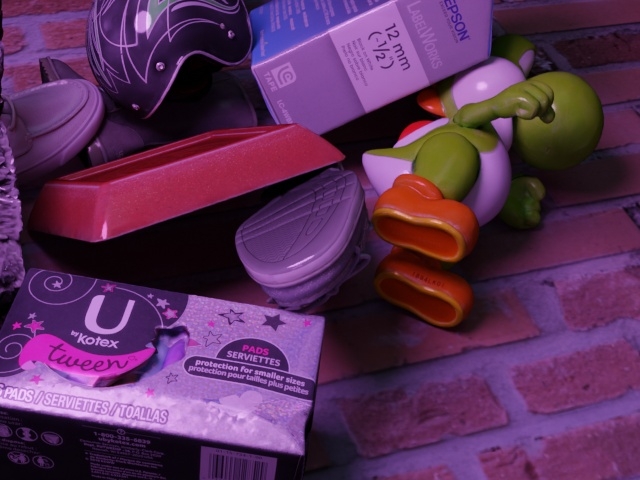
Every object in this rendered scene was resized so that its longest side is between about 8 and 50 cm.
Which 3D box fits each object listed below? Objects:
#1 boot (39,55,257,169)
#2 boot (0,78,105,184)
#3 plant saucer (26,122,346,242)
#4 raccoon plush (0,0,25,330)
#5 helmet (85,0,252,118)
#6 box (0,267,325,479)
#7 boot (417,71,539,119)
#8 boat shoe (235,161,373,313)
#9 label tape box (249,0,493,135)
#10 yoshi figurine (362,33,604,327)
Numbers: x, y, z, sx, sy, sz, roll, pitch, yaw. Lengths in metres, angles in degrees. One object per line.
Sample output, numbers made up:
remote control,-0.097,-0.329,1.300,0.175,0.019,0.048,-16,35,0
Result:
boot,-0.204,-0.169,1.223,0.209,0.076,0.189,-25,66,-21
boot,-0.343,-0.114,1.067,0.258,0.123,0.095,-36,66,-19
plant saucer,-0.146,-0.066,1.036,0.259,0.047,0.258,-20,13,-26
raccoon plush,-0.431,-0.068,0.891,0.299,0.216,0.446,-4,83,-26
helmet,-0.174,-0.219,1.129,0.162,0.169,0.169,-12,46,-33
box,-0.130,0.137,0.842,0.247,0.163,0.142,9,45,1
boot,0.217,-0.209,1.339,0.207,0.090,0.248,9,40,-17
boat shoe,-0.002,0.001,0.955,0.118,0.103,0.320,-26,12,4
label tape box,0.095,-0.258,1.185,0.348,0.115,0.249,-22,25,7
yoshi figurine,0.194,-0.083,1.093,0.203,0.204,0.362,47,50,-20
